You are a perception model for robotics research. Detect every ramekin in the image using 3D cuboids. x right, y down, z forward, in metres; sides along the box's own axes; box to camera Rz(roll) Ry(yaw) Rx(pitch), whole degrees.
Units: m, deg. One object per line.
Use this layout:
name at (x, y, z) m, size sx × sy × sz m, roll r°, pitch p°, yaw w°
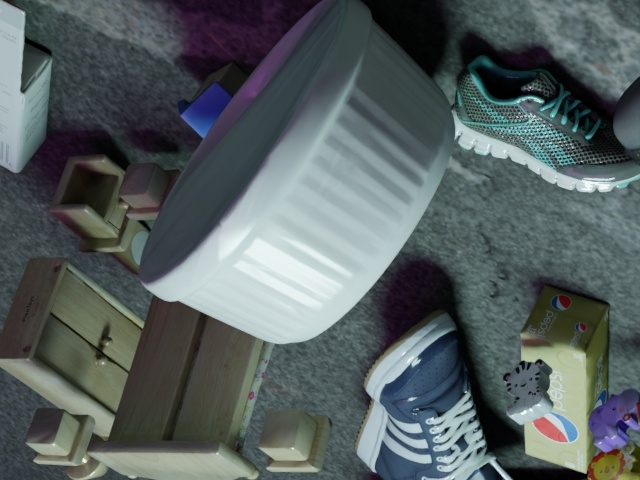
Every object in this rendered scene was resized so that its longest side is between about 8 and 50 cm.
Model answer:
ramekin at (-0.011, -0.045, 1.507) m, size 0.127 × 0.273 × 0.273 m, roll 34°, pitch 147°, yaw -14°

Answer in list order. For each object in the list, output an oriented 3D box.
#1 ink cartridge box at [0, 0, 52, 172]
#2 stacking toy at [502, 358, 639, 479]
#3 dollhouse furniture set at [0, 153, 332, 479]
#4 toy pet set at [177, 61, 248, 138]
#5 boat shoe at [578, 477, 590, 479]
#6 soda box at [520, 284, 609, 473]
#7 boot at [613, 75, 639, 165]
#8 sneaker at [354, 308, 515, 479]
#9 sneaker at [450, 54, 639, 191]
ink cartridge box at (-0.368, -0.203, 1.769) m, size 0.275 × 0.060 × 0.239 m, roll 27°, pitch 145°, yaw 7°
stacking toy at (0.281, 0.131, 1.645) m, size 0.221 × 0.052 × 0.167 m, roll -26°, pitch 133°, yaw 28°
dollhouse furniture set at (-0.082, 0.082, 1.728) m, size 0.355 × 0.303 × 0.174 m, roll -2°, pitch 150°, yaw 34°
toy pet set at (-0.057, -0.090, 1.663) m, size 0.114 × 0.065 × 0.122 m, roll 44°, pitch 144°, yaw -18°
boat shoe at (0.209, 0.313, 1.935) m, size 0.367 × 0.136 × 0.156 m, roll -12°, pitch 131°, yaw 34°
soda box at (0.214, 0.123, 1.733) m, size 0.061 × 0.058 × 0.181 m, roll 17°, pitch 144°, yaw 21°
boot at (0.236, -0.208, 1.261) m, size 0.223 × 0.118 × 0.338 m, roll 38°, pitch 135°, yaw -4°
sneaker at (0.116, 0.178, 1.804) m, size 0.153 × 0.099 × 0.282 m, roll 48°, pitch 158°, yaw 19°
sneaker at (0.171, -0.090, 1.491) m, size 0.166 × 0.065 × 0.076 m, roll 17°, pitch 140°, yaw 18°
